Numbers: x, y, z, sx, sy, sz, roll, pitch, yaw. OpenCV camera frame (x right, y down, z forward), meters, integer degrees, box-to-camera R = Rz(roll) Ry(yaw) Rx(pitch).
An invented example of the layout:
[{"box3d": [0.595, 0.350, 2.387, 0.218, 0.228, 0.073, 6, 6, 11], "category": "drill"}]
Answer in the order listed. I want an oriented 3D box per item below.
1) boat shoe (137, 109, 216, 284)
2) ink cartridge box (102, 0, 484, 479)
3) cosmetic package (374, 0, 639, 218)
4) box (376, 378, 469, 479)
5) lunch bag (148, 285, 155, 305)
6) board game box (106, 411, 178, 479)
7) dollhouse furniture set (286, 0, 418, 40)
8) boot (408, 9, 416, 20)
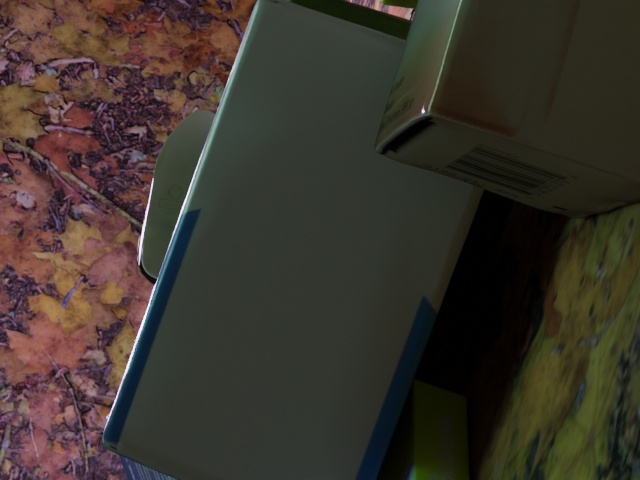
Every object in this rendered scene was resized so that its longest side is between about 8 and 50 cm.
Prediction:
[{"box3d": [-0.103, -0.031, 1.321, 0.042, 0.049, 0.133, 134, 152, -75], "category": "boat shoe"}, {"box3d": [0.000, 0.000, 1.221, 0.395, 0.166, 0.285, -62, -8, -85], "category": "ink cartridge box"}, {"box3d": [0.138, -0.174, 0.944, 0.153, 0.129, 0.296, 143, 145, -79], "category": "cosmetic package"}, {"box3d": [0.053, 0.175, 1.071, 0.178, 0.042, 0.109, -84, 14, -62], "category": "box"}, {"box3d": [-0.106, 0.133, 1.767, 0.243, 0.115, 0.303, -79, -12, -61], "category": "lunch bag"}, {"box3d": [-0.043, 0.201, 1.306, 0.060, 0.194, 0.194, -50, 37, 16], "category": "board game box"}, {"box3d": [0.075, -0.258, 1.410, 0.301, 0.151, 0.197, 132, 152, -63], "category": "dollhouse furniture set"}, {"box3d": [0.101, -0.202, 1.637, 0.118, 0.042, 0.087, 149, 141, -78], "category": "boot"}]
